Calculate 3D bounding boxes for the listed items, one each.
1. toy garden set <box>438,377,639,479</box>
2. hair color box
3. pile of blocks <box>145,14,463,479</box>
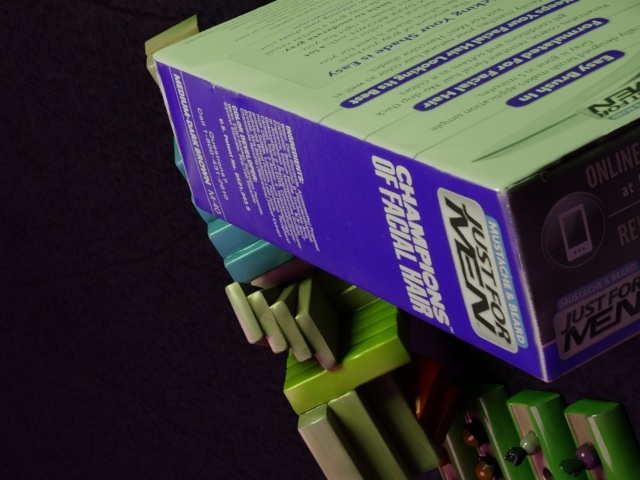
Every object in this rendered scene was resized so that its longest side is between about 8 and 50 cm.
[{"bbox_3d":[0.145,0.198,1.305,0.244,0.049,0.204,0,114,64],"label":"toy garden set"},{"bbox_3d":[0.076,-0.056,1.020,0.339,0.185,0.110,24,135,57],"label":"hair color box"},{"bbox_3d":[0.000,0.000,1.292,0.362,0.112,0.149,64,-170,8],"label":"pile of blocks"}]
